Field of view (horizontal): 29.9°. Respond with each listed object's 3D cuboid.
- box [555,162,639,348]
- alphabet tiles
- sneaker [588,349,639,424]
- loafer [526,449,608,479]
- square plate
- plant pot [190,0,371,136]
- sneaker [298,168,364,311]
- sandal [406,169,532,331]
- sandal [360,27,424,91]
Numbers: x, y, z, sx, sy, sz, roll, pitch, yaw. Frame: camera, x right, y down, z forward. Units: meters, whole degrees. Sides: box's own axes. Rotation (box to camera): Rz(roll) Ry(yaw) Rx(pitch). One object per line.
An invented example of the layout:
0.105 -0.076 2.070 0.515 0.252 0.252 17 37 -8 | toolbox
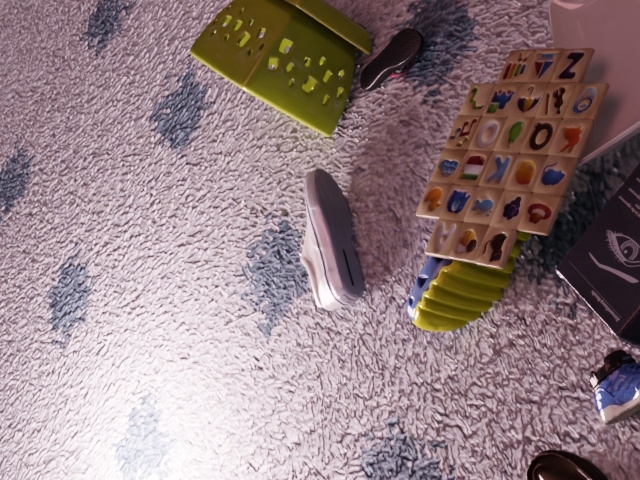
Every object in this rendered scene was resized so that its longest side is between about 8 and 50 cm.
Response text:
0.436 0.018 1.560 0.207 0.108 0.153 -54 41 19 | box
0.269 -0.124 1.723 0.285 0.011 0.343 10 74 56 | alphabet tiles
0.416 0.173 1.570 0.152 0.058 0.085 -41 58 39 | sneaker
0.346 0.342 1.571 0.220 0.078 0.080 33 101 48 | loafer
0.472 -0.299 1.637 0.344 0.049 0.347 -34 39 36 | square plate
-0.060 -0.348 2.156 0.207 0.227 0.228 -58 41 7 | plant pot
0.000 0.000 2.059 0.091 0.094 0.258 -29 57 33 | sneaker
0.232 -0.005 1.800 0.317 0.126 0.138 -54 38 8 | sandal
0.131 -0.311 2.076 0.179 0.040 0.067 -33 47 54 | sandal
